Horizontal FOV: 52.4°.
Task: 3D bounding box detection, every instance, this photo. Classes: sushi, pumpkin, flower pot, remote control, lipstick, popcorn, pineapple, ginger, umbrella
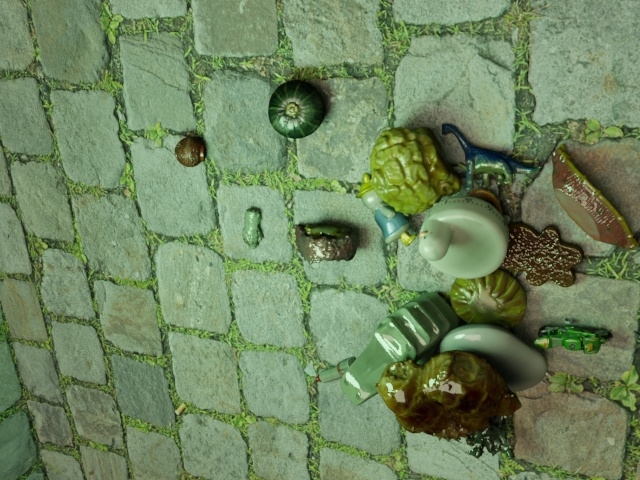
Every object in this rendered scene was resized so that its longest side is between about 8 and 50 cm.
[{"bbox_3d":[0.020,0.000,1.976,0.161,0.241,0.107,-2,102,-16],"label":"sushi"},{"bbox_3d":[-0.071,-0.375,1.861,0.167,0.125,0.167,1,110,2],"label":"pumpkin"},{"bbox_3d":[0.227,0.322,1.910,0.164,0.254,0.367,48,127,19],"label":"flower pot"},{"bbox_3d":[0.482,0.330,1.811,0.332,0.103,0.221,33,133,-26],"label":"remote control"},{"bbox_3d":[0.046,0.449,2.188,0.186,0.057,0.063,-29,95,37],"label":"lipstick"},{"bbox_3d":[0.253,-0.185,1.733,0.251,0.206,0.237,0,98,-5],"label":"popcorn"},{"bbox_3d":[0.434,0.520,1.930,0.357,0.223,0.223,33,123,1],"label":"pineapple"},{"bbox_3d":[0.340,0.420,1.718,0.357,0.152,0.274,-14,117,12],"label":"ginger"},{"bbox_3d":[-0.224,-0.037,2.131,0.067,0.062,0.143,-1,112,-4],"label":"umbrella"}]

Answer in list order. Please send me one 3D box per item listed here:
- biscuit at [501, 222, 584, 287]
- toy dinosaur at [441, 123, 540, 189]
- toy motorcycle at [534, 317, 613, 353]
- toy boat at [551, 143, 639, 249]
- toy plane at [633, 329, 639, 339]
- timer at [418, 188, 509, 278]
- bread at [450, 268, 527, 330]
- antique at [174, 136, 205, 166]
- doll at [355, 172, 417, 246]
[{"bbox_3d":[0.575,0.035,1.736,0.236,0.039,0.180,23,122,19],"label":"biscuit"},{"bbox_3d":[0.441,-0.232,1.685,0.247,0.075,0.188,-6,97,36],"label":"toy dinosaur"},{"bbox_3d":[0.676,0.263,1.736,0.190,0.106,0.074,0,110,27],"label":"toy motorcycle"},{"bbox_3d":[0.665,-0.088,1.606,0.318,0.099,0.141,52,166,0],"label":"toy boat"},{"bbox_3d":[0.852,0.260,1.689,0.078,0.024,0.084,23,121,39],"label":"toy plane"},{"bbox_3d":[0.367,0.005,1.692,0.233,0.240,0.233,13,132,14],"label":"timer"},{"bbox_3d":[0.467,0.169,1.814,0.213,0.105,0.213,9,111,25],"label":"bread"},{"bbox_3d":[-0.424,-0.287,2.106,0.104,0.104,0.104,11,115,24],"label":"antique"},{"bbox_3d":[0.181,-0.084,1.852,0.099,0.135,0.241,-34,81,28],"label":"doll"}]
